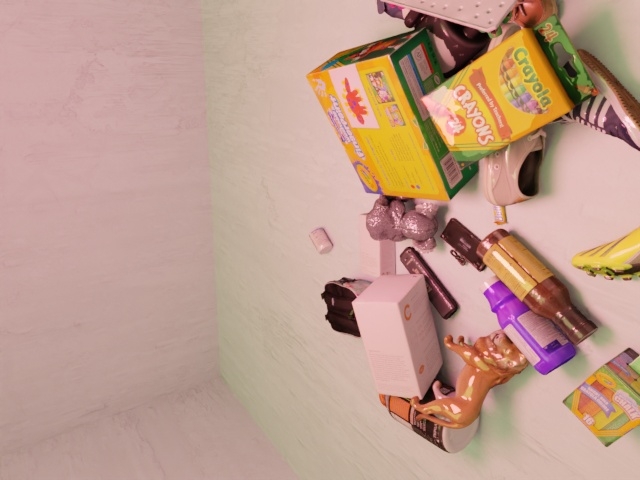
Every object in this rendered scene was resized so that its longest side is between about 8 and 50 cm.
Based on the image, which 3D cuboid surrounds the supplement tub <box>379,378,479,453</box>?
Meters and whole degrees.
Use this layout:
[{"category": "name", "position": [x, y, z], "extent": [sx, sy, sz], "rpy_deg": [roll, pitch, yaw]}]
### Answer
[{"category": "supplement tub", "position": [0.359, 0.564, 1.618], "extent": [0.316, 0.194, 0.193], "rpy_deg": [15, 113, 54]}]

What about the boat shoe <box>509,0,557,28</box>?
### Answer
[{"category": "boat shoe", "position": [0.461, -0.617, 1.158], "extent": [0.285, 0.089, 0.104], "rpy_deg": [62, 144, 23]}]

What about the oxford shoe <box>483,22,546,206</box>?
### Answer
[{"category": "oxford shoe", "position": [0.487, -0.297, 1.168], "extent": [0.130, 0.169, 0.448], "rpy_deg": [16, 119, 50]}]

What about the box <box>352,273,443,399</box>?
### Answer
[{"category": "box", "position": [0.263, 0.310, 1.567], "extent": [0.169, 0.215, 0.344], "rpy_deg": [-4, 109, 36]}]

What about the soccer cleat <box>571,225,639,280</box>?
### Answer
[{"category": "soccer cleat", "position": [0.699, 0.016, 1.044], "extent": [0.289, 0.094, 0.121], "rpy_deg": [-22, 52, 61]}]

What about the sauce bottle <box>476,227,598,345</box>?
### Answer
[{"category": "sauce bottle", "position": [0.560, 0.119, 1.240], "extent": [0.344, 0.112, 0.111], "rpy_deg": [56, 141, 31]}]

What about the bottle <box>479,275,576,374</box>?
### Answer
[{"category": "bottle", "position": [0.549, 0.220, 1.285], "extent": [0.282, 0.118, 0.092], "rpy_deg": [55, 141, 29]}]

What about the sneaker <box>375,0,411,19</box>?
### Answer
[{"category": "sneaker", "position": [0.234, -0.819, 1.372], "extent": [0.236, 0.130, 0.322], "rpy_deg": [50, 150, 36]}]

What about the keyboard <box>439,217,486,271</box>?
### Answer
[{"category": "keyboard", "position": [0.445, 0.021, 1.463], "extent": [0.180, 0.023, 0.108], "rpy_deg": [50, 132, 37]}]

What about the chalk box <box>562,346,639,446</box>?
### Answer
[{"category": "chalk box", "position": [0.699, 0.347, 1.089], "extent": [0.132, 0.132, 0.212], "rpy_deg": [51, 139, 34]}]

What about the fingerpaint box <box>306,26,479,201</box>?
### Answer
[{"category": "fingerpaint box", "position": [0.211, -0.350, 1.399], "extent": [0.371, 0.163, 0.444], "rpy_deg": [13, 141, 54]}]

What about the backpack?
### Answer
[{"category": "backpack", "position": [0.142, 0.259, 1.840], "extent": [0.254, 0.191, 0.224], "rpy_deg": [6, 106, 65]}]

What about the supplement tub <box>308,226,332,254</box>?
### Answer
[{"category": "supplement tub", "position": [0.000, 0.000, 2.078], "extent": [0.107, 0.071, 0.071], "rpy_deg": [61, 143, 24]}]

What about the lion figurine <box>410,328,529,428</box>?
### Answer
[{"category": "lion figurine", "position": [0.444, 0.423, 1.395], "extent": [0.240, 0.142, 0.391], "rpy_deg": [28, 96, 47]}]

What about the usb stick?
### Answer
[{"category": "usb stick", "position": [0.363, 0.140, 1.603], "extent": [0.278, 0.045, 0.077], "rpy_deg": [57, 143, 28]}]

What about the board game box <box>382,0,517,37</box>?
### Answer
[{"category": "board game box", "position": [0.382, -0.685, 1.110], "extent": [0.389, 0.050, 0.390], "rpy_deg": [-53, 49, 7]}]

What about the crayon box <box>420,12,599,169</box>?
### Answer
[{"category": "crayon box", "position": [0.412, -0.324, 1.064], "extent": [0.319, 0.081, 0.202], "rpy_deg": [-30, 91, 39]}]

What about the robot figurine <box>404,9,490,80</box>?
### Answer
[{"category": "robot figurine", "position": [0.340, -0.540, 1.271], "extent": [0.278, 0.174, 0.208], "rpy_deg": [147, 116, -65]}]

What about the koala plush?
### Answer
[{"category": "koala plush", "position": [0.285, -0.057, 1.545], "extent": [0.221, 0.203, 0.196], "rpy_deg": [20, 118, 39]}]

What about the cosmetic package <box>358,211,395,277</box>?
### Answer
[{"category": "cosmetic package", "position": [0.211, 0.016, 1.757], "extent": [0.117, 0.086, 0.230], "rpy_deg": [17, 113, 53]}]

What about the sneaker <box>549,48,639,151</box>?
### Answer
[{"category": "sneaker", "position": [0.603, -0.272, 1.051], "extent": [0.153, 0.099, 0.282], "rpy_deg": [-51, 52, 45]}]

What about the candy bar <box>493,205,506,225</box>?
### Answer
[{"category": "candy bar", "position": [0.499, -0.121, 1.336], "extent": [0.040, 0.018, 0.161], "rpy_deg": [-1, 99, 57]}]
